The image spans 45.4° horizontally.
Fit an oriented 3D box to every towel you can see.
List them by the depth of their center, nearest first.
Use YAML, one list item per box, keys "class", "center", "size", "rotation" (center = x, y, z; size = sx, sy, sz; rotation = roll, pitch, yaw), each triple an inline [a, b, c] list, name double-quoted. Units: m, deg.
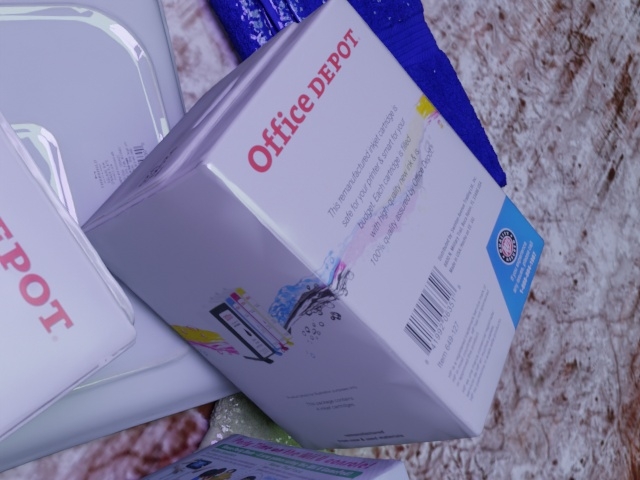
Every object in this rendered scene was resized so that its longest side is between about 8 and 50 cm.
- class: "towel"
  center: [-0.042, 0.195, 0.605]
  size: [0.148, 0.027, 0.110]
  rotation: [40, 60, -23]
- class: "towel"
  center: [0.053, -0.144, 0.716]
  size: [0.227, 0.076, 0.308]
  rotation: [-34, 100, -35]

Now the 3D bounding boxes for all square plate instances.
- class: "square plate"
  center: [-0.218, -0.025, 0.502]
  size: [0.344, 0.049, 0.347]
  rotation: [-13, 86, -35]

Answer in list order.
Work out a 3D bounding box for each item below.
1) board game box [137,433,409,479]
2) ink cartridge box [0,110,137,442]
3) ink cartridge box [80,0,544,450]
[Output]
- class: "board game box"
  center: [-0.117, 0.212, 0.406]
  size: [0.303, 0.224, 0.098]
  rotation: [-20, 91, -30]
- class: "ink cartridge box"
  center: [-0.276, 0.044, 0.337]
  size: [0.306, 0.131, 0.226]
  rotation: [-36, 99, -36]
- class: "ink cartridge box"
  center: [0.000, 0.000, 0.512]
  size: [0.233, 0.168, 0.171]
  rotation: [47, 51, -19]
